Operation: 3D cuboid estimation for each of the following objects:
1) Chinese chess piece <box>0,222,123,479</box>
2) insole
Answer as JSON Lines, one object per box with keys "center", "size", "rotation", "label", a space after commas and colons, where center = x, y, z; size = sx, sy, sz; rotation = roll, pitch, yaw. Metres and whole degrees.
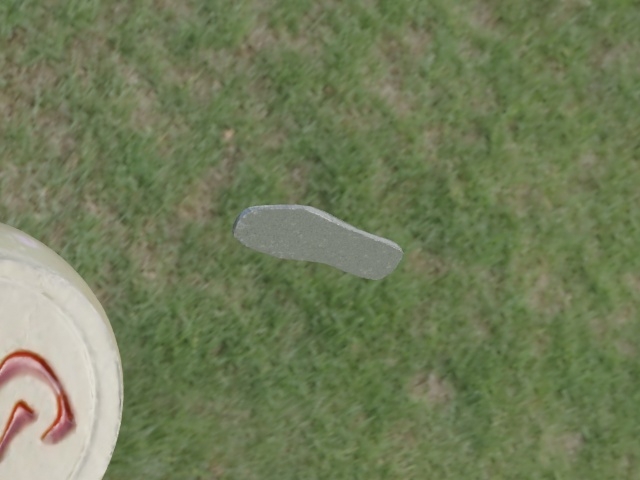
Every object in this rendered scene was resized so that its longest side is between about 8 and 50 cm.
{"center": [-0.267, 0.114, 0.921], "size": [0.273, 0.102, 0.273], "rotation": [-11, 110, -32], "label": "Chinese chess piece"}
{"center": [0.000, 0.000, 1.274], "size": [0.192, 0.063, 0.010], "rotation": [16, 29, -35], "label": "insole"}
